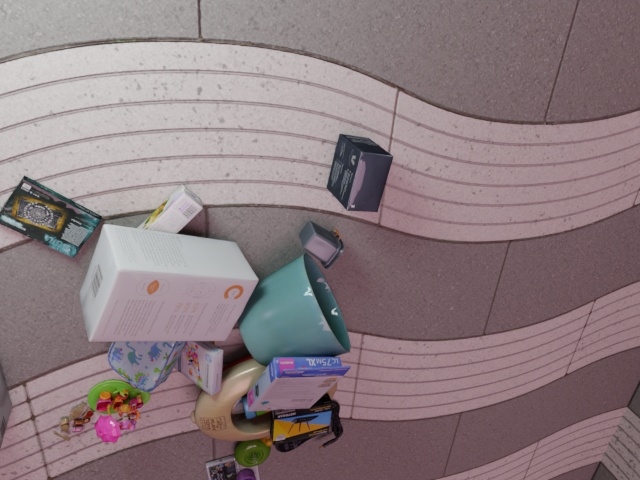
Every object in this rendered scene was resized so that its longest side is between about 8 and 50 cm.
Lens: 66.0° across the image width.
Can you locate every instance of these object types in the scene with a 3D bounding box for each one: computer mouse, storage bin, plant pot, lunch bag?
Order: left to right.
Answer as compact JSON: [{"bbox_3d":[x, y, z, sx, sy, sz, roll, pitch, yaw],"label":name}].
[{"bbox_3d":[-0.460,0.275,1.320,0.176,0.090,0.218,31,105,8],"label":"lunch bag"},{"bbox_3d":[-0.084,0.217,1.356,0.235,0.293,0.292,-26,124,7],"label":"plant pot"},{"bbox_3d":[-0.041,0.684,1.755,0.262,0.060,0.183,-25,119,-20],"label":"computer mouse"},{"bbox_3d":[0.000,0.000,1.355,0.091,0.135,0.098,34,102,-22],"label":"storage bin"}]

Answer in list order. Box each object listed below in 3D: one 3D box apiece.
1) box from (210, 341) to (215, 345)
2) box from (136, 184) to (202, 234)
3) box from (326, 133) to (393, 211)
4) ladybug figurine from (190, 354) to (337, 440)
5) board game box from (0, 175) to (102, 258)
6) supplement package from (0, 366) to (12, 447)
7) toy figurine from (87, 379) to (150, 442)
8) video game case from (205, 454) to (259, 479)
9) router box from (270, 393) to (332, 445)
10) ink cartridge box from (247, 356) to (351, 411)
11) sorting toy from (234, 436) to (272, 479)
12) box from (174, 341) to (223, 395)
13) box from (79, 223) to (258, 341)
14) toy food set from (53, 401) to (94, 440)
[{"bbox_3d":[-0.319,0.270,1.409,0.028,0.081,0.136,-9,120,-16],"label":"box"},{"bbox_3d":[-0.430,-0.003,1.229,0.324,0.063,0.067,-43,123,6],"label":"box"},{"bbox_3d":[0.097,-0.174,1.273,0.093,0.158,0.155,3,117,-22],"label":"box"},{"bbox_3d":[-0.175,0.458,1.516,0.450,0.162,0.304,-11,122,-15],"label":"ladybug figurine"},{"bbox_3d":[-0.632,-0.051,1.151,0.186,0.026,0.126,34,102,-32],"label":"board game box"},{"bbox_3d":[-0.936,0.429,1.197,0.263,0.199,0.197,-4,119,-18],"label":"supplement package"},{"bbox_3d":[-0.570,0.498,1.395,0.173,0.159,0.130,9,114,-25],"label":"toy figurine"},{"bbox_3d":[-0.308,0.836,1.759,0.173,0.022,0.190,-11,121,-15],"label":"video game case"},{"bbox_3d":[-0.059,0.535,1.477,0.179,0.046,0.133,-5,120,-19],"label":"router box"},{"bbox_3d":[-0.065,0.372,1.298,0.186,0.065,0.311,5,145,-23],"label":"ink cartridge box"},{"bbox_3d":[-0.211,0.729,1.650,0.127,0.126,0.365,6,112,-24],"label":"sorting toy"},{"bbox_3d":[-0.351,0.326,1.374,0.038,0.186,0.145,-27,134,-50],"label":"box"},{"bbox_3d":[-0.365,0.113,1.196,0.346,0.168,0.214,10,120,-40],"label":"box"},{"bbox_3d":[-0.714,0.527,1.444,0.122,0.019,0.078,-43,124,-3],"label":"toy food set"}]
